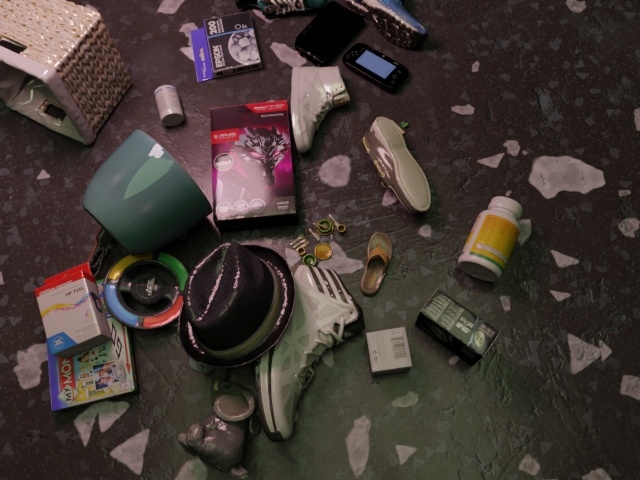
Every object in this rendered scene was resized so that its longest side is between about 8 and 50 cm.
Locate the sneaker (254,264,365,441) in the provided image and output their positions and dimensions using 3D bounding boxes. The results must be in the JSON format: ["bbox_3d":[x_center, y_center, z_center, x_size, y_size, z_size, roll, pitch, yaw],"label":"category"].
[{"bbox_3d":[-0.018,0.263,1.486,0.258,0.169,0.446,-1,67,5],"label":"sneaker"}]

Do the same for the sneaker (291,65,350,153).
[{"bbox_3d":[0.003,-0.393,1.764,0.169,0.108,0.292,-3,68,6],"label":"sneaker"}]

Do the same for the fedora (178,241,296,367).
[{"bbox_3d":[-0.219,0.125,1.423,0.335,0.152,0.333,-8,57,12],"label":"fedora"}]

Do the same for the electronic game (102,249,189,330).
[{"bbox_3d":[-0.456,0.128,1.600,0.230,0.048,0.229,6,65,-12],"label":"electronic game"}]

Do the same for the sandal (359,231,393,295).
[{"bbox_3d":[0.150,0.059,1.616,0.072,0.049,0.180,15,71,9],"label":"sandal"}]

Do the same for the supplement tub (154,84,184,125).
[{"bbox_3d":[-0.456,-0.406,1.814,0.071,0.071,0.107,-17,70,-3],"label":"supplement tub"}]

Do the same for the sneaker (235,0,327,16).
[{"bbox_3d":[-0.128,-0.761,1.915,0.303,0.108,0.120,14,71,17],"label":"sneaker"}]

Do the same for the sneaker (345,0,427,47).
[{"bbox_3d":[0.219,-0.733,1.868,0.147,0.129,0.330,-40,72,-8],"label":"sneaker"}]

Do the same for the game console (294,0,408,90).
[{"bbox_3d":[0.112,-0.587,1.865,0.361,0.044,0.213,35,75,14],"label":"game console"}]

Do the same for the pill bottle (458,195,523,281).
[{"bbox_3d":[0.454,-0.007,1.588,0.118,0.117,0.208,24,72,12],"label":"pill bottle"}]

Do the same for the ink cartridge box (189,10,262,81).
[{"bbox_3d":[-0.303,-0.612,1.898,0.209,0.045,0.206,-13,70,0],"label":"ink cartridge box"}]

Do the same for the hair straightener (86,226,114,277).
[{"bbox_3d":[-0.605,0.019,1.655,0.089,0.047,0.230,1,60,53],"label":"hair straightener"}]

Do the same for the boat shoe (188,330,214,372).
[{"bbox_3d":[-0.290,0.198,1.567,0.094,0.109,0.302,-7,55,31],"label":"boat shoe"}]

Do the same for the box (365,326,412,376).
[{"bbox_3d":[0.169,0.280,1.512,0.102,0.087,0.101,-8,69,1],"label":"box"}]

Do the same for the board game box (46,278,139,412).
[{"bbox_3d":[-0.604,0.267,1.584,0.214,0.046,0.317,-14,69,-3],"label":"board game box"}]

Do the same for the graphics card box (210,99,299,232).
[{"bbox_3d":[-0.190,-0.215,1.716,0.233,0.094,0.370,-5,70,1],"label":"graphics card box"}]

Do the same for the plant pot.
[{"bbox_3d":[-0.468,-0.102,1.577,0.293,0.293,0.235,40,74,16],"label":"plant pot"}]

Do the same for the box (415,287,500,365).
[{"bbox_3d":[0.334,0.217,1.494,0.180,0.147,0.077,36,75,14],"label":"box"}]

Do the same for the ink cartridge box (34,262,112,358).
[{"bbox_3d":[-0.642,0.170,1.554,0.134,0.078,0.230,-24,71,-3],"label":"ink cartridge box"}]

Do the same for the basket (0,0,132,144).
[{"bbox_3d":[-0.777,-0.510,1.736,0.329,0.331,0.266,25,71,11],"label":"basket"}]

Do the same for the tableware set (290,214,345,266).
[{"bbox_3d":[0.000,0.000,1.661,0.154,0.024,0.104,-36,72,-10],"label":"tableware set"}]

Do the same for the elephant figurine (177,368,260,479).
[{"bbox_3d":[-0.218,0.419,1.458,0.186,0.169,0.239,43,58,-12],"label":"elephant figurine"}]

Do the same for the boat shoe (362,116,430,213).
[{"bbox_3d":[0.210,-0.199,1.689,0.109,0.091,0.304,-7,66,-39],"label":"boat shoe"}]

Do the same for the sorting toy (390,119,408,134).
[{"bbox_3d":[0.218,-0.330,1.778,0.083,0.012,0.062,-41,72,-11],"label":"sorting toy"}]
